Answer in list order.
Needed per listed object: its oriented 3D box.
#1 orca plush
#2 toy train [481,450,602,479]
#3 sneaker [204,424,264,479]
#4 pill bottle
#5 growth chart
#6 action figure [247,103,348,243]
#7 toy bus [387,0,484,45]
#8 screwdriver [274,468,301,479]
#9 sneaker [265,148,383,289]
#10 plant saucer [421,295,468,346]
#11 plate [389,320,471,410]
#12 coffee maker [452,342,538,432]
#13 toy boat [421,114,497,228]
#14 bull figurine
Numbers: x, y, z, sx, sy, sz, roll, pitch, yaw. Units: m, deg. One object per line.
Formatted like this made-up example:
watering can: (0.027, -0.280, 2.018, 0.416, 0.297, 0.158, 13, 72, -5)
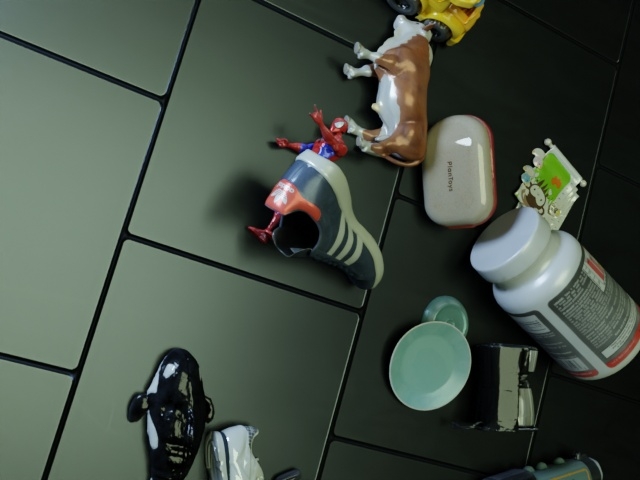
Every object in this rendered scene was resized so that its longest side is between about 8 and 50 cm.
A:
orca plush: (-0.256, 0.333, 1.388, 0.151, 0.102, 0.287, 28, 77, -23)
toy train: (0.485, 0.571, 1.736, 0.333, 0.142, 0.190, -7, 82, -26)
sneaker: (-0.143, 0.451, 1.448, 0.094, 0.090, 0.235, -2, 86, -33)
pill bottle: (0.497, 0.109, 1.704, 0.363, 0.210, 0.210, 43, 72, -19)
growth chart: (0.504, -0.095, 1.819, 0.172, 0.021, 0.237, 36, 73, -20)
action figure: (-0.048, -0.140, 1.503, 0.280, 0.091, 0.139, -54, 125, -17)
toy bus: (0.261, -0.514, 1.605, 0.220, 0.211, 0.149, 36, 73, -23)
screwdriver: (-0.114, 0.464, 1.507, 0.169, 0.025, 0.024, -18, 97, -17)
sneaker: (0.000, 0.000, 1.462, 0.148, 0.131, 0.350, -46, 136, -16)
plant saucer: (0.265, 0.175, 1.694, 0.119, 0.021, 0.119, 0, 89, -26)
plate: (0.221, 0.254, 1.656, 0.188, 0.024, 0.188, -3, 99, -21)
coffee maker: (0.369, 0.302, 1.681, 0.171, 0.120, 0.178, 7, 81, -35)
toy boat: (0.300, -0.141, 1.672, 0.151, 0.151, 0.231, -5, 92, -56)
bull figurine: (0.144, -0.302, 1.604, 0.188, 0.101, 0.311, -2, 87, -22)
